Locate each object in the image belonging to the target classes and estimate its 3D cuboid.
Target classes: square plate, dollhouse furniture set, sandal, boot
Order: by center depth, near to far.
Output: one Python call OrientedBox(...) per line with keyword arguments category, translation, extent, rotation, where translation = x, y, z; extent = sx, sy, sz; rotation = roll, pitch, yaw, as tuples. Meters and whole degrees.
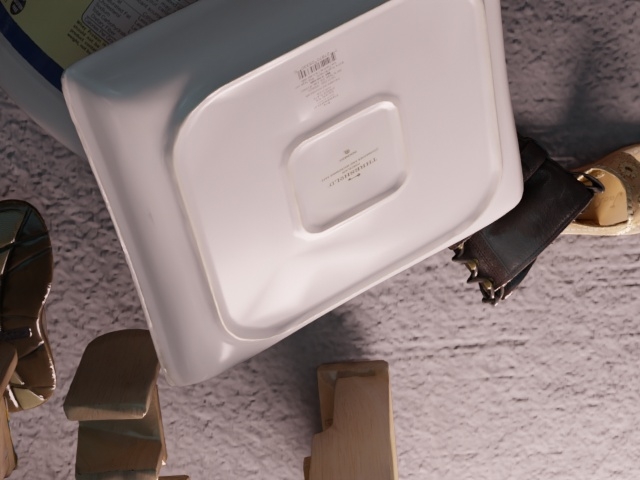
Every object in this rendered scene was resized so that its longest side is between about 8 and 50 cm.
OrientedBox(category="square plate", translation=(0.008, -0.065, 1.239), extent=(0.347, 0.049, 0.344), rotation=(-29, 139, -15))
OrientedBox(category="boot", translation=(0.089, -0.034, 1.438), extent=(0.263, 0.091, 0.229), rotation=(-39, 97, 4))
OrientedBox(category="sandal", translation=(-0.274, 0.054, 1.460), extent=(0.090, 0.060, 0.219), rotation=(-10, 126, -8))
OrientedBox(category="dollhouse furniture set", translation=(-0.128, 0.247, 1.473), extent=(0.394, 0.256, 0.362), rotation=(-4, 111, 4))
OrientedBox(category="sandal", translation=(0.256, -0.033, 1.497), extent=(0.240, 0.079, 0.088), rotation=(-5, 111, -7))

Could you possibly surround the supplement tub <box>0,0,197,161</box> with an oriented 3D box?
OrientedBox(category="supplement tub", translation=(-0.084, -0.215, 1.256), extent=(0.235, 0.235, 0.325), rotation=(34, 102, -19))
